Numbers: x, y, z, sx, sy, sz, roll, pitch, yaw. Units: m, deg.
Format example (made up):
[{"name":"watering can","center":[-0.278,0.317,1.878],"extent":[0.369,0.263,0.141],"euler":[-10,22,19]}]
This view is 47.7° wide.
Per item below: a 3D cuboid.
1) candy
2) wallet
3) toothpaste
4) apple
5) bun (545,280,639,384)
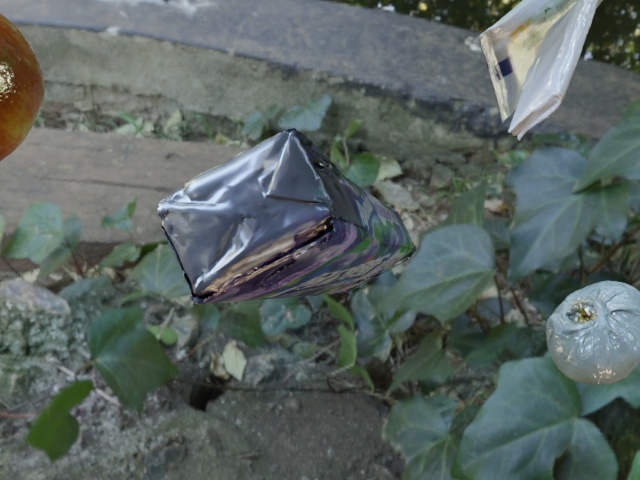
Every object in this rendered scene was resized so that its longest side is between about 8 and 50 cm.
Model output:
[{"name":"candy","center":[0.000,0.000,0.484],"extent":[0.088,0.312,0.061],"euler":[-27,80,11]},{"name":"wallet","center":[0.120,-0.092,0.372],"extent":[0.011,0.044,0.083],"euler":[29,64,-6]},{"name":"toothpaste","center":[0.230,-0.222,0.685],"extent":[0.058,0.056,0.314],"euler":[40,55,7]},{"name":"apple","center":[-0.372,-0.152,0.714],"extent":[0.160,0.173,0.195],"euler":[15,69,43]},{"name":"bun","center":[0.198,0.063,0.521],"extent":[0.083,0.045,0.083],"euler":[-31,32,22]}]
